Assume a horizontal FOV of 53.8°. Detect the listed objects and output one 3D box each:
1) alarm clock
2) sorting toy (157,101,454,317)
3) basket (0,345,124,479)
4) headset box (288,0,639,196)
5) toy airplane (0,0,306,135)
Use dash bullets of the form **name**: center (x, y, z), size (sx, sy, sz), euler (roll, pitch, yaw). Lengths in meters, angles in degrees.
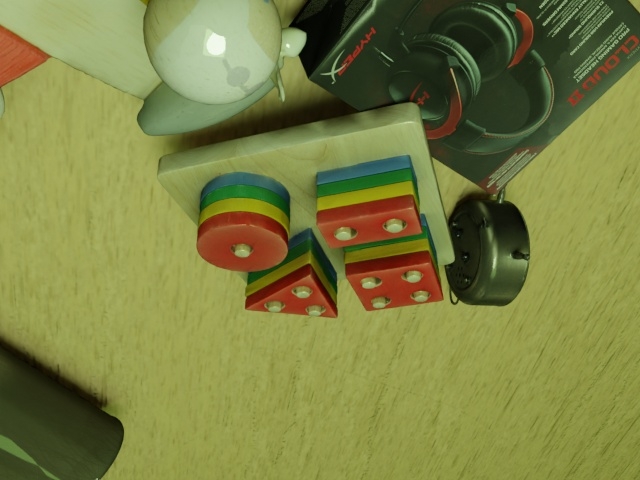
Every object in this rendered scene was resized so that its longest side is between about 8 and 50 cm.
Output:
- **alarm clock**: center (0.191, 0.025, 0.780), size (0.064, 0.129, 0.192), euler (1, 146, -10)
- **sorting toy**: center (0.000, 0.000, 0.659), size (0.256, 0.089, 0.257), euler (-10, 147, 14)
- **basket**: center (-0.402, 0.229, 0.795), size (0.204, 0.154, 0.226), euler (-27, 123, 8)
- **headset box**: center (0.154, -0.189, 0.599), size (0.293, 0.110, 0.218), euler (25, 122, -34)
- **toy airplane**: center (-0.151, -0.171, 0.415), size (0.386, 0.272, 0.384), euler (-35, 161, -40)
